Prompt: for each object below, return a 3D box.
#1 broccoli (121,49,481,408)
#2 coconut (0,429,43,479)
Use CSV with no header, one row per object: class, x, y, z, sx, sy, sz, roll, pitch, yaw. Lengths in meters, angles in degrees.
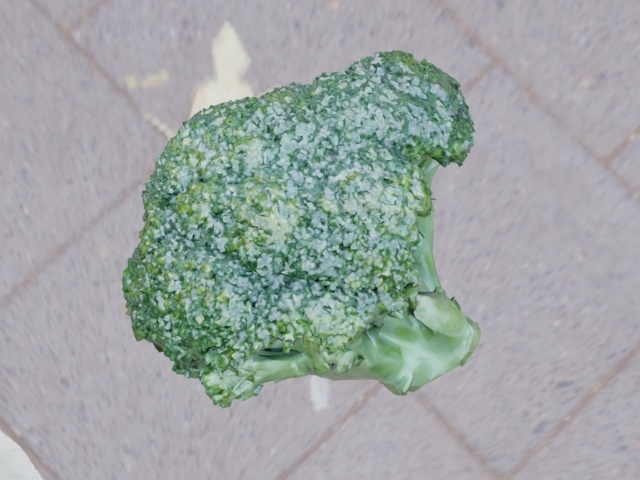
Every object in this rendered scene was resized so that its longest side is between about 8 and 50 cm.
broccoli,0.000,0.000,1.138,0.261,0.269,0.241,-37,122,3
coconut,-0.237,0.186,0.957,0.202,0.222,0.202,8,49,-9
